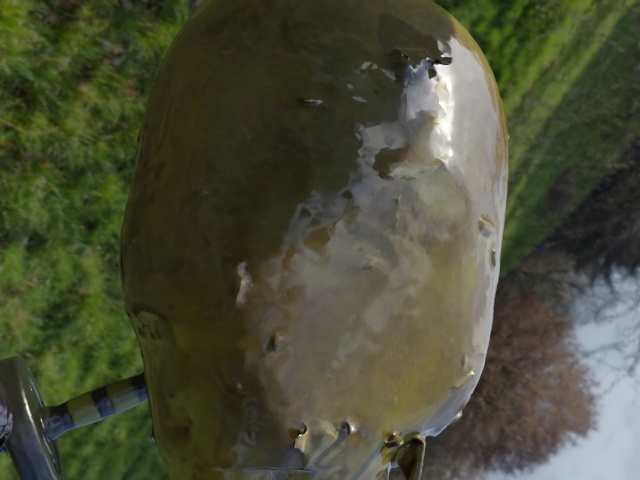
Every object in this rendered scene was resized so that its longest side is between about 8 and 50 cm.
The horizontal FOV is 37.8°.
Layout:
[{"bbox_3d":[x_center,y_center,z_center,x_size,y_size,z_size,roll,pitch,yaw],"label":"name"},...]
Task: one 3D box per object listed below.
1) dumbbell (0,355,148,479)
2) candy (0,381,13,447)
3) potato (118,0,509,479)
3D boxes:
[{"bbox_3d":[-0.206,0.154,0.891,0.325,0.143,0.143,-20,150,-13],"label":"dumbbell"},{"bbox_3d":[-0.187,0.091,0.412,0.103,0.043,0.103,-36,170,-7],"label":"candy"},{"bbox_3d":[0.000,0.000,0.459,0.141,0.191,0.296,152,-53,-71],"label":"potato"}]
